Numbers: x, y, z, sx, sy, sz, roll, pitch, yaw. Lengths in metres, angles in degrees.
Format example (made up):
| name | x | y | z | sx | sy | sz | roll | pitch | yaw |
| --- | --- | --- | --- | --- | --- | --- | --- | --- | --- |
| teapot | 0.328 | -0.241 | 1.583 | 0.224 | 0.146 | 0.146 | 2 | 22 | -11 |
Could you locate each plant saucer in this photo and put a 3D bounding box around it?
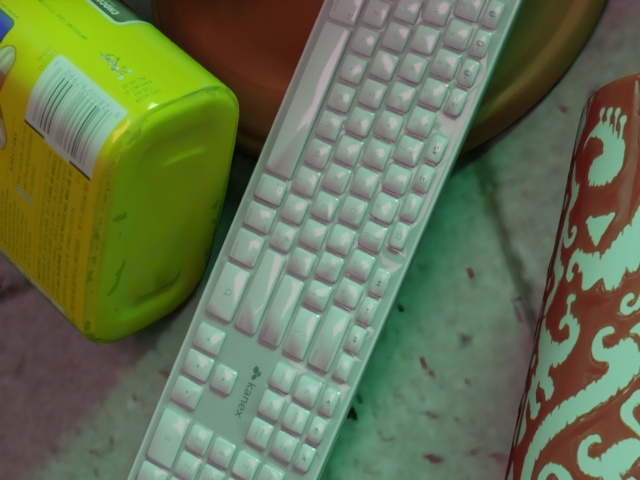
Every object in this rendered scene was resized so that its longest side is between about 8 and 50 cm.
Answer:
| name | x | y | z | sx | sy | sz | roll | pitch | yaw |
| --- | --- | --- | --- | --- | --- | --- | --- | --- | --- |
| plant saucer | 0.017 | -0.122 | 0.579 | 0.200 | 0.037 | 0.200 | -7 | 71 | 22 |

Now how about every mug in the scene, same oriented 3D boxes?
| name | x | y | z | sx | sy | sz | roll | pitch | yaw |
| --- | --- | --- | --- | --- | --- | --- | --- | --- | --- |
| mug | 0.128 | 0.047 | 0.454 | 0.113 | 0.150 | 0.169 | -19 | 56 | 58 |

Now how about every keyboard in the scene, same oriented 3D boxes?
| name | x | y | z | sx | sy | sz | roll | pitch | yaw |
| --- | --- | --- | --- | --- | --- | --- | --- | --- | --- |
| keyboard | 0.000 | 0.000 | 0.532 | 0.072 | 0.014 | 0.256 | 25 | 95 | 21 |

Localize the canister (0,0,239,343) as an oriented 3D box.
| name | x | y | z | sx | sy | sz | roll | pitch | yaw |
| --- | --- | --- | --- | --- | --- | --- | --- | --- | --- |
| canister | -0.115 | -0.055 | 0.571 | 0.170 | 0.073 | 0.126 | 41 | 137 | 26 |
